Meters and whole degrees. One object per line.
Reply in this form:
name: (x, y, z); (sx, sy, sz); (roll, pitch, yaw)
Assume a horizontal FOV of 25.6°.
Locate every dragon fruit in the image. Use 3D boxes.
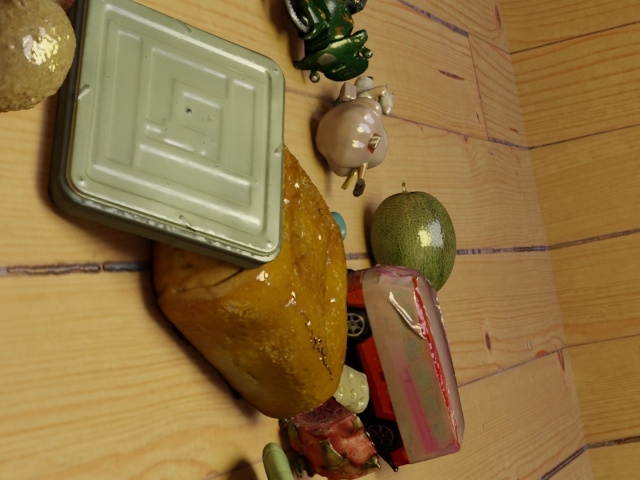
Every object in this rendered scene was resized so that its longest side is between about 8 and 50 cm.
dragon fruit: (0.000, 0.258, 1.817); (0.147, 0.096, 0.102); (32, -34, 56)

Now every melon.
melon: (0.148, -0.002, 2.268); (0.139, 0.139, 0.192); (-20, 101, -69)

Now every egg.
egg: (-0.287, -0.179, 1.304); (0.116, 0.118, 0.140); (36, 32, 9)

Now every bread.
bread: (-0.065, 0.011, 1.706); (0.337, 0.148, 0.328); (56, 30, -45)

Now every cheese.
cheese: (0.018, 0.200, 1.960); (0.194, 0.043, 0.065); (36, 45, -61)

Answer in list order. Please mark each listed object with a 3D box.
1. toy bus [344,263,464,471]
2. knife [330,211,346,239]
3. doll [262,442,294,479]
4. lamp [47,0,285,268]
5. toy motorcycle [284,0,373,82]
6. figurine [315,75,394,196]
toy bus: (0.117, 0.181, 2.093); (0.127, 0.147, 0.302); (-44, 121, -72)
knife: (0.000, 0.000, 2.041); (0.222, 0.031, 0.064); (-42, 114, -70)
doll: (0.024, 0.377, 1.636); (0.284, 0.216, 0.268); (68, -8, -29)
lamp: (-0.156, -0.120, 1.517); (0.266, 0.047, 0.269); (19, 57, -31)
toy motorcycle: (0.017, -0.348, 2.151); (0.187, 0.125, 0.274); (58, 27, -22)
figurine: (0.051, -0.174, 2.154); (0.112, 0.137, 0.229); (32, 37, -19)
